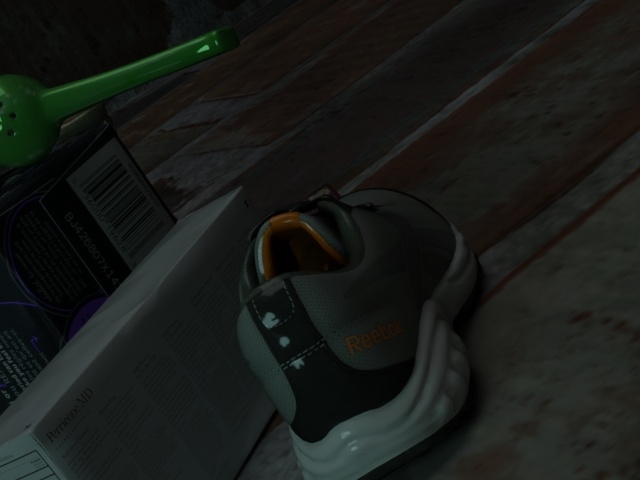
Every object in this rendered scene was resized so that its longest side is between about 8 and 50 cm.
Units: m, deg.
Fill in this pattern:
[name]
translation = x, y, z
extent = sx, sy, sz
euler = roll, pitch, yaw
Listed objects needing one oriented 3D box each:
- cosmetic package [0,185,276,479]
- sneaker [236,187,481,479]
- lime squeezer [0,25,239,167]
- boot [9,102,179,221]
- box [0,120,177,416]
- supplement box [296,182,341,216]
[cosmetic package]
translation = -0.079, 0.072, 0.675
extent = 0.060, 0.099, 0.239
euler = -24, 17, 31
[sneaker]
translation = 0.015, 0.015, 0.647
extent = 0.100, 0.108, 0.271
euler = -32, 13, 12
[lime squeezer]
translation = -0.198, -0.076, 0.832
extent = 0.310, 0.058, 0.110
euler = -19, 19, 40
[boot]
translation = -0.228, -0.011, 1.117
extent = 0.213, 0.165, 0.077
euler = -25, 16, 24
[box]
translation = -0.221, 0.059, 0.880
extent = 0.270, 0.165, 0.143
euler = -21, 18, 36
[supplement box]
translation = 0.000, 0.000, 0.846
extent = 0.055, 0.043, 0.083
euler = -34, 16, -1
